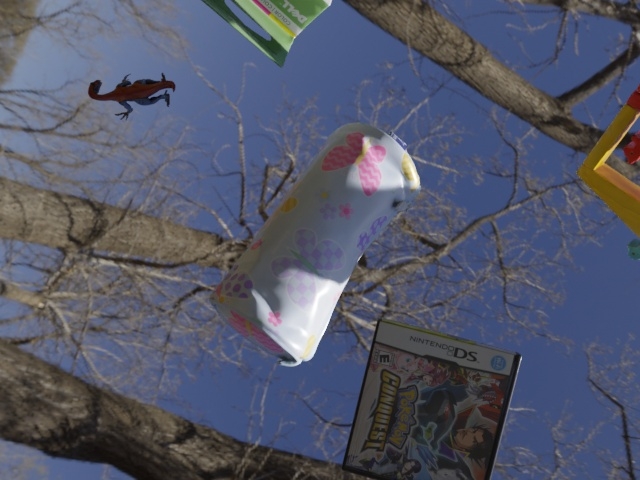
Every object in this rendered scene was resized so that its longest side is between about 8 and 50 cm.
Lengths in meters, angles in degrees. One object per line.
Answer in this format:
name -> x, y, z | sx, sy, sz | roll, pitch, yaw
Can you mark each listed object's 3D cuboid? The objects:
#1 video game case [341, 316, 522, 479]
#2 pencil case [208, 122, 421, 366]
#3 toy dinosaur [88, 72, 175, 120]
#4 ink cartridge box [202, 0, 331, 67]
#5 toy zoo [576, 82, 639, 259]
video game case -> 0.188, 0.294, 1.027 | 0.248, 0.035, 0.274 | 14, -88, 6
pencil case -> 0.000, 0.000, 0.656 | 0.273, 0.124, 0.113 | -54, -163, -20
toy dinosaur -> -0.210, -0.167, 0.653 | 0.090, 0.082, 0.047 | -19, -100, 64
ink cartridge box -> -0.040, -0.291, 0.625 | 0.062, 0.109, 0.209 | -28, -144, 41
toy zoo -> 0.364, -0.083, 0.528 | 0.192, 0.030, 0.293 | 43, -41, 22
